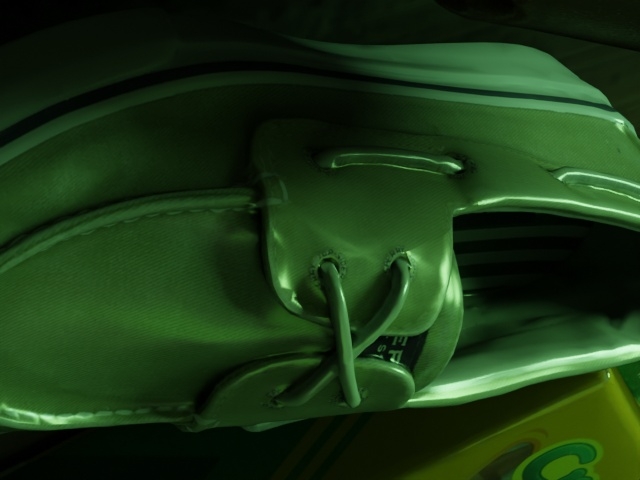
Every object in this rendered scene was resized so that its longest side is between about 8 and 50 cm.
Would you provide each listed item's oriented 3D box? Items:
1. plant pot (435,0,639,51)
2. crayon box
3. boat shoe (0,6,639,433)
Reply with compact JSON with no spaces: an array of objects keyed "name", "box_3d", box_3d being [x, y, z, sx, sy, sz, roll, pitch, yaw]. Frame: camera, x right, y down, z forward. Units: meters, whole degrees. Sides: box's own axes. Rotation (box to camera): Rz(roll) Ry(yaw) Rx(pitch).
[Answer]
[{"name":"plant pot","box_3d":[0.112,-0.107,0.461,0.165,0.167,0.167,4,139,-24]},{"name":"crayon box","box_3d":[0.022,0.108,0.768,0.323,0.083,0.203,-28,147,7]},{"name":"boat shoe","box_3d":[0.000,0.000,0.536,0.302,0.094,0.109,-12,128,-41]}]
